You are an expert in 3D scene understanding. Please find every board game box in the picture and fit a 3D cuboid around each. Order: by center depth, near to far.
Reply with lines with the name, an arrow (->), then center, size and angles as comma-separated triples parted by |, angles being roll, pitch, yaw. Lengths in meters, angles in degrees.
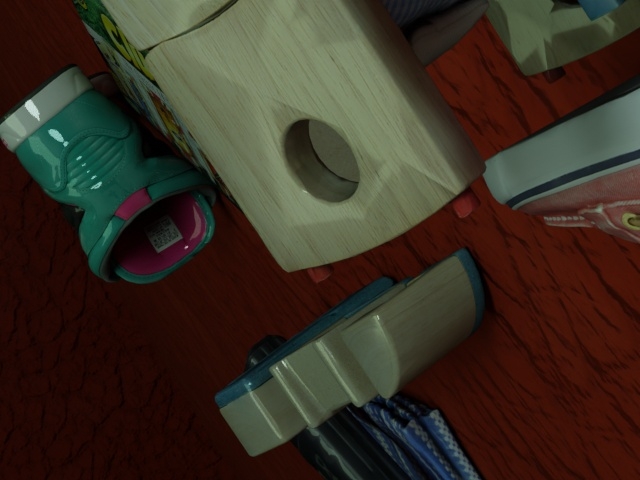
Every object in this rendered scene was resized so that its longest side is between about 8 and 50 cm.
board game box -> -0.105, -0.107, 1.076 | 0.259, 0.030, 0.136 | 42, 160, 49

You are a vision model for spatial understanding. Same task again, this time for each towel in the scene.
towel -> 0.082, 0.211, 1.170 | 0.243, 0.040, 0.336 | 57, 168, -10

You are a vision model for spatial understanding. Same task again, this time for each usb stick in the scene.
usb stick -> 0.039, 0.175, 1.071 | 0.278, 0.045, 0.077 | 46, 158, 27

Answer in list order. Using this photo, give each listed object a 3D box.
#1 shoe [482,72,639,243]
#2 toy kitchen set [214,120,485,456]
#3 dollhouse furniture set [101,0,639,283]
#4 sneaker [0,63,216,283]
shoe -> 0.103, -0.007, 0.403 | 0.081, 0.063, 0.178 | 61, 164, -2
toy kitchen set -> 0.000, 0.000, 0.814 | 0.166, 0.122, 0.207 | 56, 149, 0
dollhouse furniture set -> 0.050, -0.096, 0.322 | 0.183, 0.129, 0.129 | -26, 100, 49
sneaker -> -0.168, -0.052, 1.277 | 0.178, 0.124, 0.295 | 51, -178, -3
